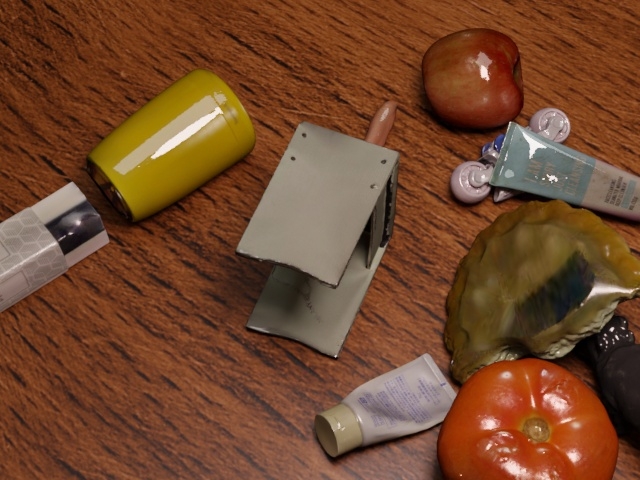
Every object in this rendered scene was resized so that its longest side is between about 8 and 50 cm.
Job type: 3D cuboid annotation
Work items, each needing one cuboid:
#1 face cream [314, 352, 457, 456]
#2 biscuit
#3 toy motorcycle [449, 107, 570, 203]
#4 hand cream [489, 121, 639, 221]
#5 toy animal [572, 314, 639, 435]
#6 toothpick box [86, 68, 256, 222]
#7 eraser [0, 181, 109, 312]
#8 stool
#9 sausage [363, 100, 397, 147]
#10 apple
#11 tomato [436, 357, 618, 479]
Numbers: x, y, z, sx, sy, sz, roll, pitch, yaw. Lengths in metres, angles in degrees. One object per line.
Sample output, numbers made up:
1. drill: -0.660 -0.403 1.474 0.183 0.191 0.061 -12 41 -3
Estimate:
1. face cream: 0.104 0.259 1.670 0.224 0.070 0.114 -20 60 -25
2. biscuit: 0.321 0.091 1.674 0.335 0.078 0.329 -56 40 -1
3. toy motorcycle: 0.336 -0.137 1.886 0.254 0.112 0.112 -33 64 -17
4. hand cream: 0.446 -0.101 1.824 0.312 0.070 0.111 17 94 -5
5. toy animal: 0.468 0.209 1.627 0.106 0.168 0.343 -18 44 -16
6. toothpick box: -0.261 -0.154 1.853 0.271 0.175 0.175 -37 65 -16
7. eraser: -0.543 0.060 1.770 0.404 0.096 0.098 -35 64 -18
8. stool: 0.000 0.000 1.711 0.170 0.244 0.270 18 61 12
9. sausage: 0.092 -0.169 1.928 0.043 0.043 0.186 19 62 12
10. apple: 0.273 -0.283 1.924 0.168 0.181 0.181 -12 57 20
11. tomato: 0.299 0.296 1.566 0.259 0.180 0.260 1 59 -2
